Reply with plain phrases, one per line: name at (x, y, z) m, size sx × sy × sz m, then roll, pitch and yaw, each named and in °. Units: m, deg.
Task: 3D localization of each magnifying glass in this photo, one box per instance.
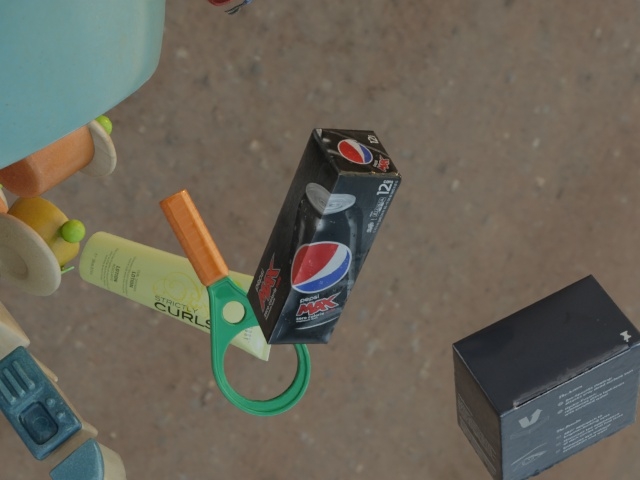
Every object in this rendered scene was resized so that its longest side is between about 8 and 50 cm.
magnifying glass at (-0.087, 0.059, 1.295) m, size 0.092 × 0.026 × 0.231 m, roll -28°, pitch 96°, yaw -7°

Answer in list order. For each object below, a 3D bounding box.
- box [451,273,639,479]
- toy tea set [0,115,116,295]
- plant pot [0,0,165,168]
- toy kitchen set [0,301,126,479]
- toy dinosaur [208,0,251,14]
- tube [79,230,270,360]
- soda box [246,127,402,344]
box at (0.216, 0.137, 1.303) m, size 0.156 × 0.093 × 0.158 m, roll -25°, pitch 145°, yaw -11°
toy tea set at (-0.283, -0.060, 1.180) m, size 0.124 × 0.336 × 0.200 m, roll -49°, pitch 128°, yaw -37°
plant pot at (-0.224, -0.164, 0.777) m, size 0.293 × 0.293 × 0.235 m, roll -37°, pitch 113°, yaw -32°
toy kitchen set at (-0.268, 0.151, 1.007) m, size 0.166 × 0.207 × 0.122 m, roll -40°, pitch 160°, yaw -5°
toy dinosaur at (-0.072, -0.255, 1.331) m, size 0.082 × 0.090 × 0.047 m, roll -44°, pitch 106°, yaw -37°
tube at (-0.155, 0.052, 1.531) m, size 0.062 × 0.240 × 0.070 m, roll -60°, pitch 159°, yaw -30°
soda box at (0.000, 0.000, 1.017) m, size 0.053 × 0.060 × 0.169 m, roll 1°, pitch 130°, yaw -27°
